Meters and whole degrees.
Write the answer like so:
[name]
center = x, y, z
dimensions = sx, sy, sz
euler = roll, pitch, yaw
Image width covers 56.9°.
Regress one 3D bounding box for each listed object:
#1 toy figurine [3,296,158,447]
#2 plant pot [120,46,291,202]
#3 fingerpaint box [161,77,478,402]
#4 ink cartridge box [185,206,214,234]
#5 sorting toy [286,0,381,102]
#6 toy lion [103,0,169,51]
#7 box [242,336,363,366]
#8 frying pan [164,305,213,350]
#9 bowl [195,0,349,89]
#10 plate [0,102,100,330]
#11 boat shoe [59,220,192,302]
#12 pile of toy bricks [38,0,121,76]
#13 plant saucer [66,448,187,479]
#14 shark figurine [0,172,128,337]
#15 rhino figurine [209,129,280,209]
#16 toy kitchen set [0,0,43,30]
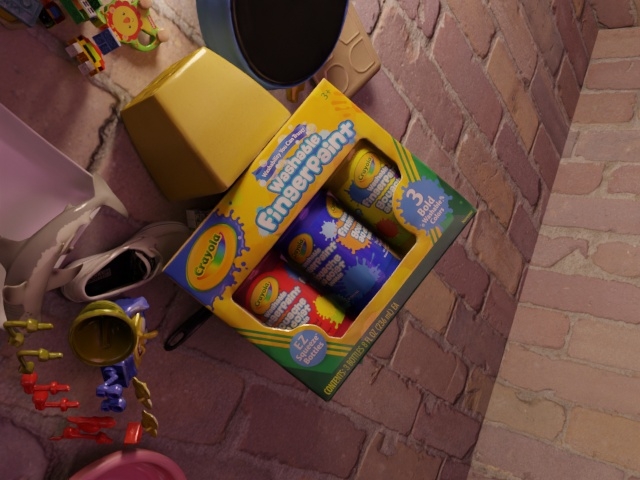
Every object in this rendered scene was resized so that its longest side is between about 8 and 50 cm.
[toy figurine]
center = -0.367, 0.162, 0.991
dimensions = 0.217, 0.192, 0.362
euler = -93, -175, -47
[plant pot]
center = -0.224, -0.215, 1.060
dimensions = 0.187, 0.212, 0.212
euler = 50, 58, -26
[fingerpaint box]
center = 0.000, 0.000, 1.094
dimensions = 0.371, 0.163, 0.444
euler = 40, 83, -5
[ink cartridge box]
center = -0.233, -0.007, 1.180
dimensions = 0.029, 0.063, 0.114
euler = -21, 112, -47
[sorting toy]
center = 0.012, -0.423, 1.419
dimensions = 0.307, 0.041, 0.229
euler = -48, 128, -25
[toy lion]
center = -0.327, -0.375, 1.031
dimensions = 0.096, 0.034, 0.100
euler = -46, 129, -26
[box]
center = -0.023, 0.133, 1.300
dimensions = 0.127, 0.262, 0.230
euler = 17, 83, -51
[frying pan]
center = -0.162, 0.112, 1.227
dimensions = 0.053, 0.198, 0.325
euler = 109, 4, -78
[bowl]
center = -0.074, -0.488, 1.168
dimensions = 0.391, 0.077, 0.390
euler = -34, 137, -40
[plate]
center = -0.497, -0.044, 0.877
dimensions = 0.278, 0.045, 0.277
euler = 47, 63, -44
[boat shoe]
center = -0.327, 0.036, 1.057
dimensions = 0.268, 0.088, 0.096
euler = -24, 114, -45
[pile of toy bricks]
center = -0.379, -0.379, 0.929
dimensions = 0.212, 0.118, 0.105
euler = 60, 14, -24
[plant saucer]
center = -0.391, 0.539, 1.078
dimensions = 0.332, 0.084, 0.331
euler = -12, 106, -49
[shark figurine]
center = -0.416, 0.001, 0.877
dimensions = 0.278, 0.116, 0.166
euler = -59, 170, -12
[rhino figurine]
center = -0.164, -0.129, 1.214
dimensions = 0.073, 0.106, 0.243
euler = 28, 75, -19
[toy kitchen set]
center = -0.487, -0.283, 0.785
dimensions = 0.166, 0.122, 0.207
euler = 34, 71, -47
